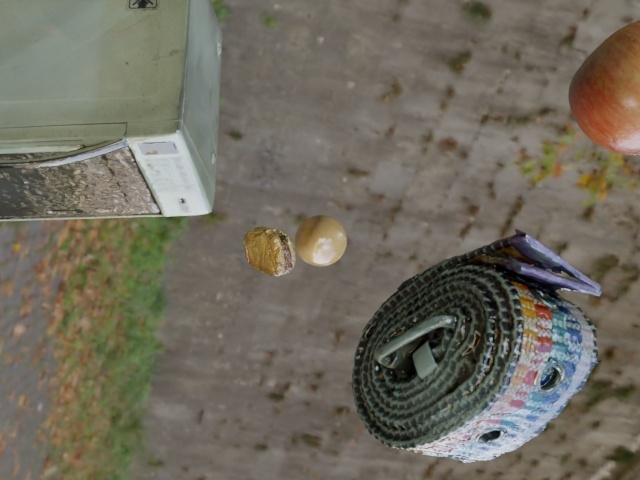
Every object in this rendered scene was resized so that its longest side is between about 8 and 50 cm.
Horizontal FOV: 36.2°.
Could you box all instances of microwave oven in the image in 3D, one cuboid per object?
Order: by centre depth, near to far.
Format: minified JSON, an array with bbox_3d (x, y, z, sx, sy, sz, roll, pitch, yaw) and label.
[{"bbox_3d":[-0.352,-0.201,1.387,0.247,0.394,0.333,74,15,-66],"label":"microwave oven"}]

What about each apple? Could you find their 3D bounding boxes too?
[{"bbox_3d":[0.451,-0.211,1.356,0.209,0.164,0.209,-33,169,-8],"label":"apple"}]

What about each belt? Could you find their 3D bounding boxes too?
[{"bbox_3d":[0.163,0.133,1.116,0.295,0.160,0.207,-32,-132,43],"label":"belt"}]

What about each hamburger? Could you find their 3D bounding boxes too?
[{"bbox_3d":[-0.071,0.016,1.386,0.044,0.083,0.076,-25,117,-44],"label":"hamburger"}]

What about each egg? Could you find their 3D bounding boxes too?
[{"bbox_3d":[0.000,0.000,1.482,0.096,0.080,0.080,33,72,-84],"label":"egg"}]
